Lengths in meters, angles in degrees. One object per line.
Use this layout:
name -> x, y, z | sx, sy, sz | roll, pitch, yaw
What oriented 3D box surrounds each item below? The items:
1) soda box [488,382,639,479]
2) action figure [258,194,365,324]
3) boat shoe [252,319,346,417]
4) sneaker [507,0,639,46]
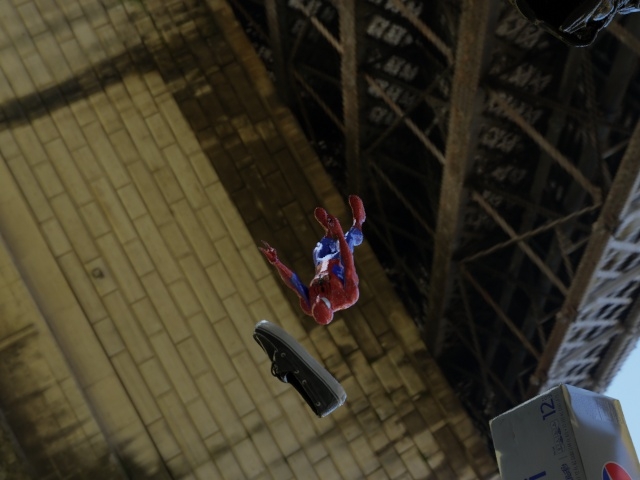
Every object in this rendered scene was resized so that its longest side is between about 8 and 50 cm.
soda box -> 0.236, 0.278, 0.670 | 0.098, 0.091, 0.286 | -43, -139, 40
action figure -> 0.000, 0.000, 1.064 | 0.139, 0.091, 0.280 | 60, 19, -27
boat shoe -> -0.033, 0.146, 0.893 | 0.142, 0.040, 0.049 | 38, -31, 25
sneaker -> 0.281, -0.238, 0.745 | 0.087, 0.227, 0.130 | 102, -17, -44
